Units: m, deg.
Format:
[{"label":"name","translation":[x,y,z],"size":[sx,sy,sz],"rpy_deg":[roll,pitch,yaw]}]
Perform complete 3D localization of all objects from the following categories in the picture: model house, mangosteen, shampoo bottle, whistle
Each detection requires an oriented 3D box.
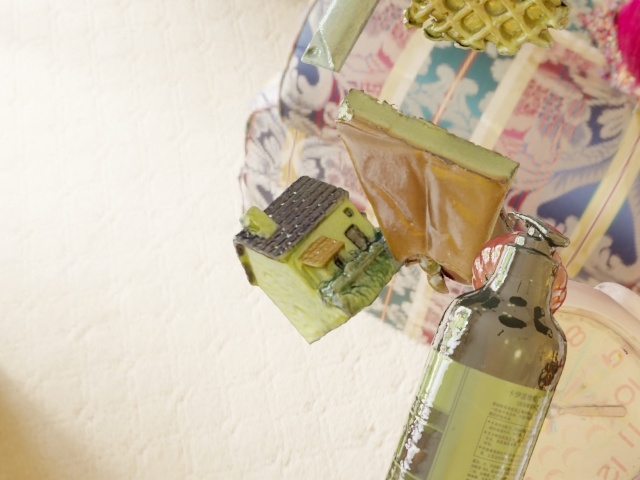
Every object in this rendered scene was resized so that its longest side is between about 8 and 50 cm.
[{"label":"model house","translation":[0.000,0.000,1.392],"size":[0.211,0.170,0.194],"rpy_deg":[46,54,-3]},{"label":"mangosteen","translation":[0.233,0.002,1.632],"size":[0.200,0.199,0.199],"rpy_deg":[2,60,-3]},{"label":"shampoo bottle","translation":[0.126,0.118,0.737],"size":[0.101,0.101,0.283],"rpy_deg":[19,95,8]},{"label":"whistle","translation":[0.070,-0.370,1.324],"size":[0.062,0.062,0.312],"rpy_deg":[27,80,12]}]

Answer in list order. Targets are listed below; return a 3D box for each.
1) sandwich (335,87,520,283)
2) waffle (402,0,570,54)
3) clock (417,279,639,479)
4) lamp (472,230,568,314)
[{"label":"sandwich","translation":[0.117,-0.060,1.266],"size":[0.245,0.212,0.063],"rpy_deg":[28,46,16]},{"label":"waffle","translation":[0.163,-0.261,0.938],"size":[0.184,0.169,0.036],"rpy_deg":[15,44,12]},{"label":"clock","translation":[0.319,0.244,1.234],"size":[0.368,0.250,0.376],"rpy_deg":[-44,85,-1]},{"label":"lamp","translation":[0.218,0.042,1.042],"size":[0.107,0.107,0.092],"rpy_deg":[42,46,19]}]
